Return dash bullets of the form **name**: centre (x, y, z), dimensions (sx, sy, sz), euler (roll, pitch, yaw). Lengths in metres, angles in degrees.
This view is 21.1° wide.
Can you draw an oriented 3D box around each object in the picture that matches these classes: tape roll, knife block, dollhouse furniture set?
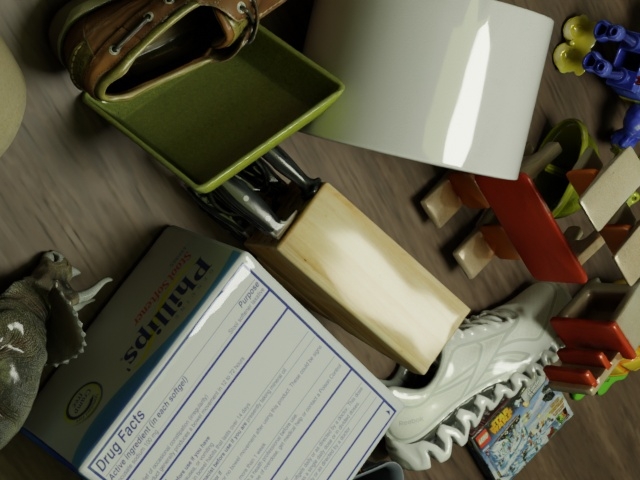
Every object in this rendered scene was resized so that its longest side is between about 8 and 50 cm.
- **tape roll**: centre (0.100, -0.167, 1.740), dimensions (0.246, 0.246, 0.169), euler (10, 95, -37)
- **knife block**: centre (0.000, 0.000, 1.721), dimensions (0.088, 0.275, 0.242), euler (-53, 154, -12)
- **dollhouse furniture set**: centre (0.253, 0.027, 1.859), dimensions (0.135, 0.262, 0.259), euler (-46, 116, -26)

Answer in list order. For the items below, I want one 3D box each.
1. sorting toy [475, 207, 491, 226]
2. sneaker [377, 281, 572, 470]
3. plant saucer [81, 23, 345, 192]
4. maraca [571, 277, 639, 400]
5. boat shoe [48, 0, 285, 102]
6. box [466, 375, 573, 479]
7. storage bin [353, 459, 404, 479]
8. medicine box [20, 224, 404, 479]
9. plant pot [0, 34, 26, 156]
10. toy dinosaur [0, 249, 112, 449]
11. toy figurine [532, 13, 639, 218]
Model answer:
- **sorting toy**: centre (0.207, -0.015, 1.997), dimensions (0.062, 0.012, 0.083), euler (38, 79, -36)
- **sneaker**: centre (0.174, 0.132, 1.961), dimensions (0.292, 0.110, 0.118), euler (-41, 112, -21)
- **plant saucer**: centre (-0.102, -0.129, 1.660), dimensions (0.188, 0.188, 0.045), euler (-37, 144, -23)
- **maraca**: centre (0.359, 0.122, 2.092), dimensions (0.127, 0.099, 0.186), euler (-5, 130, -32)
- **boat shoe**: centre (-0.101, -0.218, 1.637), dimensions (0.307, 0.104, 0.111), euler (-31, 142, -12)
- **box**: centre (0.237, 0.220, 2.068), dimensions (0.137, 0.027, 0.094), euler (-42, 123, -20)
- **storage bin**: centre (0.012, 0.279, 1.885), dimensions (0.135, 0.091, 0.098), euler (-19, 112, -31)
- **medicine box**: centre (-0.106, 0.178, 1.739), dimensions (0.289, 0.149, 0.263), euler (45, 75, -34)
- **plant pot**: centre (-0.378, -0.157, 1.425), dimensions (0.274, 0.256, 0.256), euler (34, 81, -52)
- **toy dinosaur**: centre (-0.323, 0.134, 1.595), dimensions (0.160, 0.121, 0.314), euler (34, 77, -23)
- **toy figurine**: centre (0.403, -0.161, 1.999), dimensions (0.217, 0.191, 0.363), euler (16, 93, -42)
